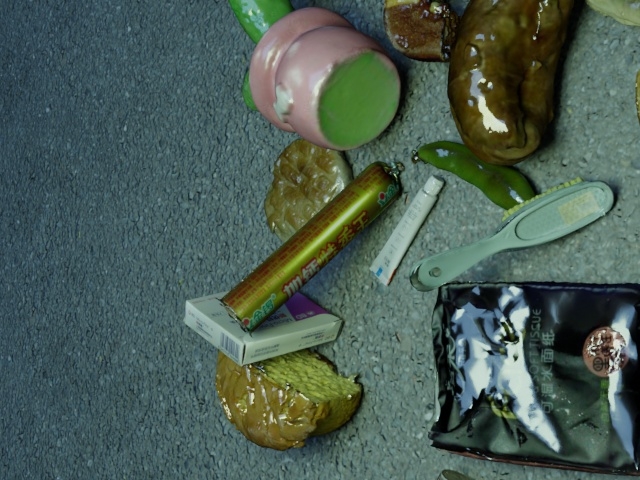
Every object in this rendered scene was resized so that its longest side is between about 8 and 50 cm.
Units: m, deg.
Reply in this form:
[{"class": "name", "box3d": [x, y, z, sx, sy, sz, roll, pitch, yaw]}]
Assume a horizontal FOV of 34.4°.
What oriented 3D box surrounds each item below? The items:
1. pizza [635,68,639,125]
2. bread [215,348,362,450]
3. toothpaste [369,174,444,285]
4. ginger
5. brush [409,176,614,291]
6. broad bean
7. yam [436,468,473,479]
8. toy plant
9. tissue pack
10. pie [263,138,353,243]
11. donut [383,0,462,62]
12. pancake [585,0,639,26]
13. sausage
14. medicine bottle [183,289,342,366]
[{"class": "pizza", "box3d": [0.498, -0.173, 1.288, 0.199, 0.062, 0.188, -23, 59, 30]}, {"class": "bread", "box3d": [-0.067, 0.250, 1.673, 0.260, 0.160, 0.147, 26, 108, 40]}, {"class": "toothpaste", "box3d": [0.136, -0.018, 1.616, 0.048, 0.031, 0.190, 46, 116, 35]}, {"class": "ginger", "box3d": [0.261, -0.266, 1.451, 0.172, 0.165, 0.321, 19, 100, 60]}, {"class": "brush", "box3d": [0.254, -0.015, 1.418, 0.297, 0.068, 0.060, -25, 30, 7]}, {"class": "broad bean", "box3d": [0.235, -0.101, 1.525, 0.254, 0.046, 0.065, 32, 93, 41]}, {"class": "yam", "box3d": [0.176, 0.402, 1.463, 0.079, 0.079, 0.141, 31, 102, 42]}, {"class": "toy plant", "box3d": [-0.032, -0.308, 1.687, 0.356, 0.211, 0.317, 49, 156, 49]}, {"class": "tissue pack", "box3d": [0.291, 0.177, 1.368, 0.332, 0.123, 0.245, -1, 79, 43]}, {"class": "pie", "box3d": [-0.026, -0.085, 1.768, 0.195, 0.046, 0.195, -8, 77, 40]}, {"class": "donut", "box3d": [0.177, -0.371, 1.606, 0.141, 0.085, 0.217, 3, 83, 44]}, {"class": "pancake", "box3d": [0.474, -0.462, 1.346, 0.387, 0.082, 0.387, -4, 84, 43]}, {"class": "sausage", "box3d": [0.000, 0.000, 1.606, 0.371, 0.082, 0.082, -42, 46, -16]}, {"class": "medicine bottle", "box3d": [-0.094, 0.133, 1.683, 0.171, 0.201, 0.052, 31, 121, 43]}]
